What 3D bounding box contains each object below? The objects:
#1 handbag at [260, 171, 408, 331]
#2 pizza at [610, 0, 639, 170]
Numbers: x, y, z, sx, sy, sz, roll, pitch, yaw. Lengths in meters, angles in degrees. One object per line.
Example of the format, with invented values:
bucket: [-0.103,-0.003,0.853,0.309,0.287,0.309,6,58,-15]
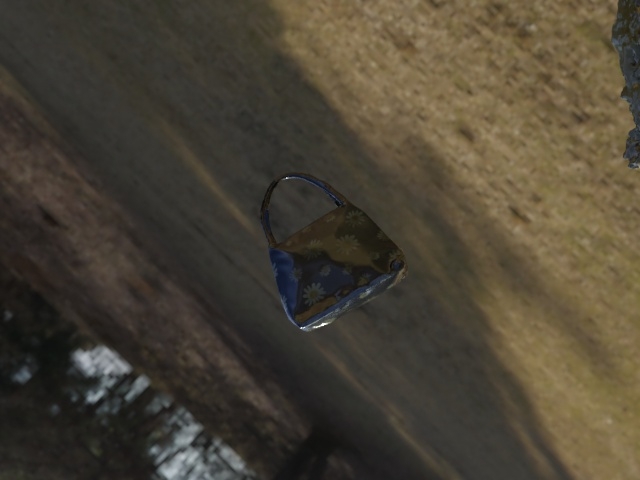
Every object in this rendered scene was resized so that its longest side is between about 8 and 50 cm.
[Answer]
handbag: [0.000,0.000,1.041,0.139,0.115,0.072,60,-179,15]
pizza: [0.322,-0.182,0.917,0.223,0.323,0.089,58,158,5]
